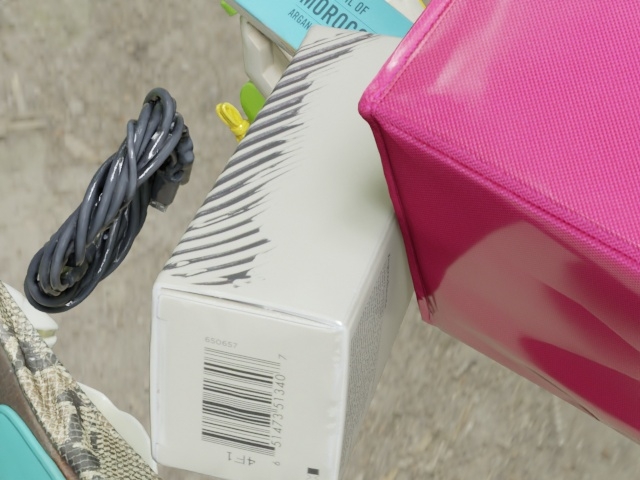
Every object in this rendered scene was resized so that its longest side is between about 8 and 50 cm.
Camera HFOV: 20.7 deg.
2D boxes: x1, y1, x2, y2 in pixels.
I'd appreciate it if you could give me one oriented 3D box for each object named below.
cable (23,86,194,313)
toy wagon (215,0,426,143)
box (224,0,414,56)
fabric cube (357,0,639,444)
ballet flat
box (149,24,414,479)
[{"bbox_3d":[-0.138,-0.024,1.135,0.047,0.184,0.150,41,71,3],"label":"cable"},{"bbox_3d":[0.008,-0.169,1.833,0.068,0.344,0.267,-46,106,-30],"label":"toy wagon"},{"bbox_3d":[0.017,-0.127,1.111,0.244,0.100,0.060,41,92,22],"label":"box"},{"bbox_3d":[0.205,-0.042,0.807,0.258,0.254,0.259,30,75,20],"label":"fabric cube"},{"bbox_3d":[-0.284,0.153,1.670,0.182,0.164,0.483,-6,44,-50],"label":"ballet flat"},{"bbox_3d":[0.000,0.000,0.897,0.094,0.113,0.275,11,33,10],"label":"box"}]
